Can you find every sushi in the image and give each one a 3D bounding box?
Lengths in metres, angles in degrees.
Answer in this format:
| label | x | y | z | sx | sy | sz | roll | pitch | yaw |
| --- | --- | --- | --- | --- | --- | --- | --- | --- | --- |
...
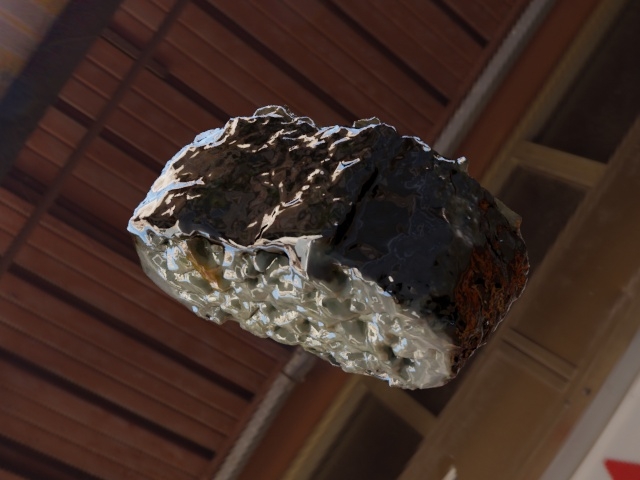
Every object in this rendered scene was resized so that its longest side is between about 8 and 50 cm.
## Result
| label | x | y | z | sx | sy | sz | roll | pitch | yaw |
| --- | --- | --- | --- | --- | --- | --- | --- | --- | --- |
| sushi | 0.000 | 0.000 | 0.957 | 0.170 | 0.350 | 0.211 | -58 | -36 | -27 |
